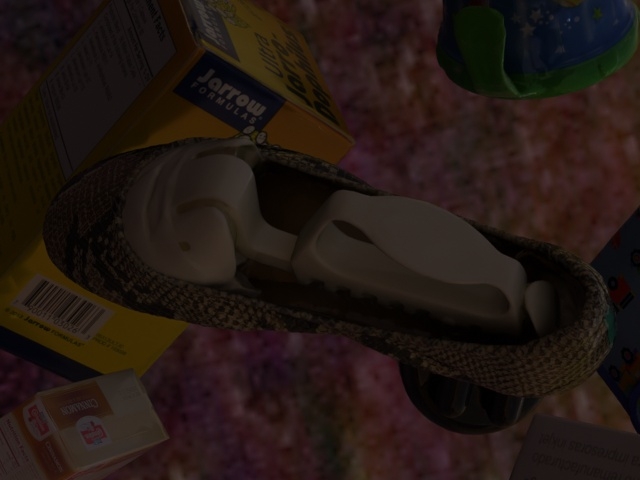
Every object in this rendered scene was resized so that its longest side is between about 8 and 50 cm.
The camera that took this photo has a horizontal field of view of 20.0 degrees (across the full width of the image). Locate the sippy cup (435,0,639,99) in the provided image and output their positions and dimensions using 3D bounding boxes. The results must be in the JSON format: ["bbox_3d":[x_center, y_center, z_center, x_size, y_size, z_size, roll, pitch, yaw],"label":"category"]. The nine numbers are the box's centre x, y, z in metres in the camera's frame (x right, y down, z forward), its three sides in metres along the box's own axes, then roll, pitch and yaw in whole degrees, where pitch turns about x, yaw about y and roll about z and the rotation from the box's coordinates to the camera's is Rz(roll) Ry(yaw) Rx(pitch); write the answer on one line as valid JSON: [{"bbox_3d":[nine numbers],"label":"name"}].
[{"bbox_3d":[0.232,-0.311,2.037,0.305,0.240,0.224,-111,-174,-54],"label":"sippy cup"}]

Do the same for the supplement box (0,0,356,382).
[{"bbox_3d":[-0.172,-0.060,1.694,0.195,0.356,0.194,30,23,-35],"label":"supplement box"}]

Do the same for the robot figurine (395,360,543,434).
[{"bbox_3d":[0.163,0.104,1.992,0.209,0.173,0.278,50,8,-15],"label":"robot figurine"}]

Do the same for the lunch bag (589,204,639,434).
[{"bbox_3d":[0.383,0.109,1.724,0.138,0.221,0.293,1,50,-35],"label":"lunch bag"}]

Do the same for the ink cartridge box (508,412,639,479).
[{"bbox_3d":[0.165,0.241,0.738,0.197,0.198,0.270,29,77,-31],"label":"ink cartridge box"}]

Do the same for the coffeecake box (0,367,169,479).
[{"bbox_3d":[-0.233,0.179,1.411,0.068,0.185,0.142,61,22,9],"label":"coffeecake box"}]

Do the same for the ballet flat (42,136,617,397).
[{"bbox_3d":[0.000,0.000,1.432,0.182,0.482,0.164,78,28,-70],"label":"ballet flat"}]
